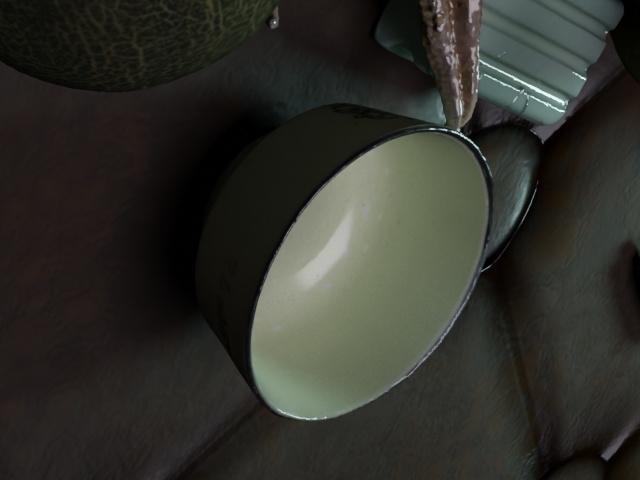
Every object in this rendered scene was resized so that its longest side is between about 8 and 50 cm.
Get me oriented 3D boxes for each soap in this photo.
[{"bbox_3d":[0.139,-0.166,1.501,0.198,0.066,0.119,17,105,-53],"label":"soap"}]

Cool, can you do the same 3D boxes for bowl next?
[{"bbox_3d":[0.000,0.000,1.421,0.238,0.126,0.238,-30,138,-32],"label":"bowl"}]

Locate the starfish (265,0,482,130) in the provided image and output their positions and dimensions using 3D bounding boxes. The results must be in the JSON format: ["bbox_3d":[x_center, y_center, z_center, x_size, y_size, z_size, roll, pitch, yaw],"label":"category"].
[{"bbox_3d":[0.117,-0.270,1.284,0.398,0.132,0.384,-38,119,3],"label":"starfish"}]

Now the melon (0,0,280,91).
[{"bbox_3d":[-0.121,-0.222,1.013,0.237,0.237,0.302,-37,137,-24],"label":"melon"}]

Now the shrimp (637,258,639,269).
[{"bbox_3d":[0.353,0.039,1.933,0.099,0.041,0.180,-52,144,-7],"label":"shrimp"}]

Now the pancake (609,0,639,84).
[{"bbox_3d":[0.343,-0.227,1.524,0.049,0.294,0.294,32,92,-35],"label":"pancake"}]
